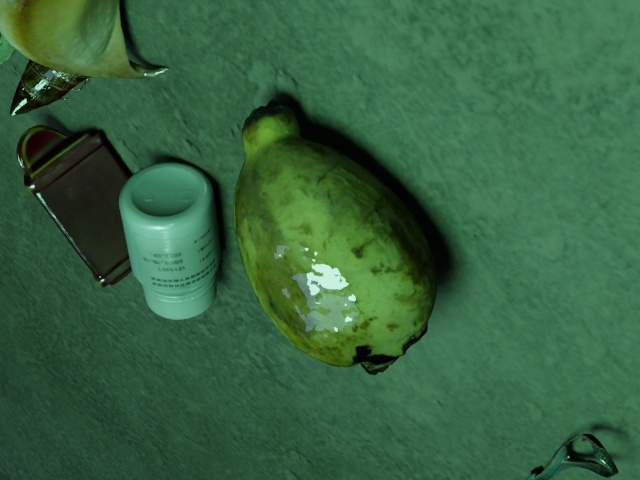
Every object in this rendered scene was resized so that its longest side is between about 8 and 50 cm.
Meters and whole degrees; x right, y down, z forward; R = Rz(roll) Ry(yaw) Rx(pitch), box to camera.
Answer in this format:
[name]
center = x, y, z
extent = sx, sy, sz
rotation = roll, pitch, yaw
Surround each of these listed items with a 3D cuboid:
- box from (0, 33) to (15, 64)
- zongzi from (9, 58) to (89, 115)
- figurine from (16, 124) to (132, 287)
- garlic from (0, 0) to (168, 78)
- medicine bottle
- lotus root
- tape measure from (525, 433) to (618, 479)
[box]
center = -0.400, -0.190, 1.076
extent = 0.220, 0.290, 0.166
rotation = 65, 161, 6
[zongzi]
center = -0.226, -0.143, 1.193
extent = 0.067, 0.073, 0.083
rotation = 45, 108, -1
[figurine]
center = -0.218, -0.042, 1.279
extent = 0.154, 0.082, 0.098
rotation = 56, 165, -17
[garlic]
center = -0.193, -0.202, 1.042
extent = 0.115, 0.128, 0.206
rotation = 57, 159, 22
[medicine bottle]
center = -0.127, 0.003, 1.210
extent = 0.080, 0.080, 0.130
rotation = 27, 145, 24
[lotus root]
center = 0.000, 0.000, 1.036
extent = 0.214, 0.138, 0.138
rotation = 56, 147, 1
[tape measure]
center = 0.175, 0.222, 1.100
extent = 0.104, 0.107, 0.180
rotation = 24, 146, 34
